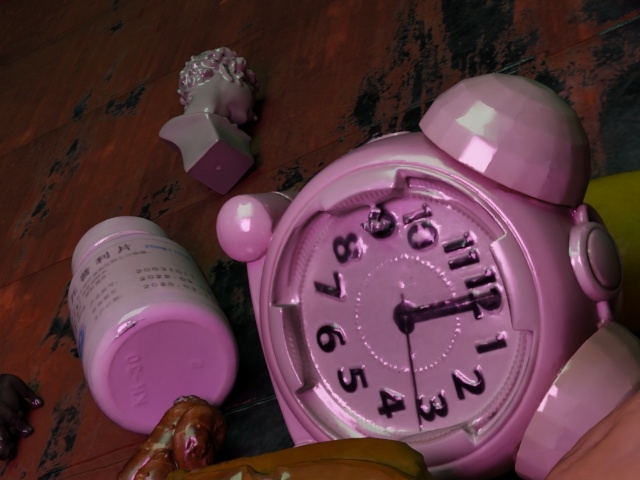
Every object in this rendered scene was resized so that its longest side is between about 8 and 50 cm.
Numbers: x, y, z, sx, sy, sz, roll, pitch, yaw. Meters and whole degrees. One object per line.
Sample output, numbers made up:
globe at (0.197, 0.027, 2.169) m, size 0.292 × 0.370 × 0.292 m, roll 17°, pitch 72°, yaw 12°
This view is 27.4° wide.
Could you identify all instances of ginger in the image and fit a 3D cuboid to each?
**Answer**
ginger at (-0.148, 0.234, 1.344) m, size 0.162 × 0.073 × 0.103 m, roll -53°, pitch 20°, yaw -20°

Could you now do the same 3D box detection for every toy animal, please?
toy animal at (-0.387, 0.219, 1.611) m, size 0.047 × 0.065 × 0.136 m, roll -22°, pitch 31°, yaw 21°

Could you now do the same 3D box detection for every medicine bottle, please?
medicine bottle at (-0.203, 0.086, 1.518) m, size 0.170 × 0.170 × 0.293 m, roll -34°, pitch 29°, yaw 0°

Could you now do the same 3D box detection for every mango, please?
mango at (0.266, 0.013, 1.219) m, size 0.316 × 0.119 × 0.176 m, roll -25°, pitch 30°, yaw 1°

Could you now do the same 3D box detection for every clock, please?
clock at (0.102, 0.056, 1.108) m, size 0.325 × 0.342 × 0.184 m, roll -20°, pitch -1°, yaw 36°

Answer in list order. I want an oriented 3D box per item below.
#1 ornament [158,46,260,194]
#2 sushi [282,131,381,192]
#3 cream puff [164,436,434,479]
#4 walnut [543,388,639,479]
ornament at (-0.162, -0.179, 1.925) m, size 0.120 × 0.130 × 0.285 m, roll -35°, pitch 26°, yaw 26°
sushi at (0.006, -0.076, 1.695) m, size 0.201 × 0.031 × 0.139 m, roll -34°, pitch 28°, yaw 0°
cream puff at (-0.019, 0.290, 0.918) m, size 0.378 × 0.275 × 0.378 m, roll -22°, pitch 32°, yaw 15°
walnut at (0.260, 0.234, 0.673) m, size 0.381 × 0.381 × 0.381 m, roll -25°, pitch 30°, yaw 15°
